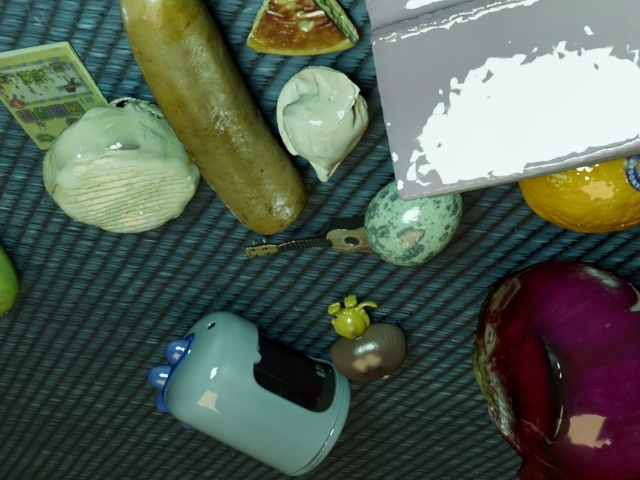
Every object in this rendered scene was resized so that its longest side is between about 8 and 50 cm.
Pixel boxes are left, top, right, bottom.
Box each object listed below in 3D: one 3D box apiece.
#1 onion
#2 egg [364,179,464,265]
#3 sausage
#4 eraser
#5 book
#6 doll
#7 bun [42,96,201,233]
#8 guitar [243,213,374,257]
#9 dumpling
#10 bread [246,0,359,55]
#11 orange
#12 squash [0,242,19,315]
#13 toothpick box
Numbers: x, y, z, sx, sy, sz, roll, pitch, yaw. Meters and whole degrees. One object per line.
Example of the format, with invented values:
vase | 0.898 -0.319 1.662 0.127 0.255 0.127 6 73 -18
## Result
onion | 0.471 0.210 1.576 0.420 0.398 0.398 -7 143 -11
egg | 0.144 -0.035 1.498 0.132 0.132 0.172 34 124 -26
sausage | -0.154 -0.188 1.383 0.136 0.123 0.501 24 154 41
eraser | 0.250 -0.209 1.149 0.359 0.272 0.122 -10 178 27
book | -0.410 -0.219 1.507 0.168 0.013 0.192 -6 140 20
doll | 0.089 0.182 1.829 0.145 0.096 0.188 -5 116 -2
bun | -0.300 -0.119 1.488 0.239 0.141 0.239 -12 147 -8
guitar | 0.000 -0.002 1.650 0.271 0.038 0.084 -6 138 17
dumpling | -0.004 -0.171 1.387 0.136 0.118 0.199 31 136 16
bread | -0.012 -0.287 1.282 0.136 0.054 0.154 21 147 -10
orange | 0.365 -0.109 1.283 0.219 0.219 0.193 -22 99 35
squash | -0.642 0.049 1.813 0.132 0.132 0.247 -1 142 15
toothpick box | -0.151 0.290 1.892 0.354 0.263 0.263 31 138 -21
